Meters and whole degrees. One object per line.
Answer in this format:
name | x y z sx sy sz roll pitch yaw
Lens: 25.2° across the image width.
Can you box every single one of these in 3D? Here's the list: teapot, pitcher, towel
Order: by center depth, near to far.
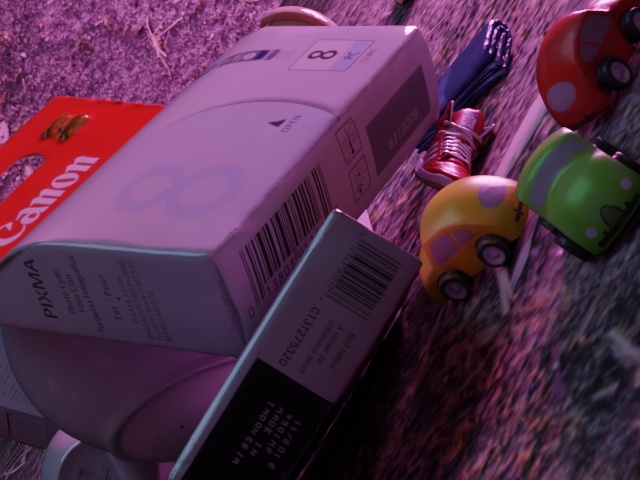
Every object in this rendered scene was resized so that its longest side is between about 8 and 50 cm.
teapot | -0.122 0.092 1.166 0.253 0.187 0.256 -33 -25 3
towel | 0.117 -0.129 1.201 0.119 0.029 0.067 -49 14 40
pitcher | -0.205 0.246 1.375 0.207 0.126 0.177 133 148 -85

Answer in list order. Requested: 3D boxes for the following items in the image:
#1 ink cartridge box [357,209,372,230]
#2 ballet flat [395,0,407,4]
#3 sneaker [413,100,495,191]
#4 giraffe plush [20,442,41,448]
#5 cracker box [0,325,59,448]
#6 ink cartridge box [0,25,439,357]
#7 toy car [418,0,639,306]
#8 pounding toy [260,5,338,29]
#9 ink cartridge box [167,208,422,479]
ink cartridge box | 0.000 0.000 1.289 0.088 0.052 0.122 -57 12 12
ballet flat | 0.100 -0.333 1.772 0.057 0.049 0.173 -54 12 23
sneaker | 0.102 -0.067 1.064 0.067 0.042 0.118 -59 9 7
giraffe plush | -0.324 0.190 1.967 0.170 0.182 0.210 -62 -27 -78
cracker box | -0.299 0.163 1.659 0.067 0.232 0.155 97 -169 -46
ink cartridge box | -0.146 -0.058 1.070 0.385 0.091 0.308 6 38 30
toy car | 0.134 -0.048 0.848 0.239 0.053 0.225 -56 11 8
pounding toy | -0.032 -0.142 1.549 0.269 0.154 0.154 -48 14 41
ink cartridge box | -0.011 0.089 0.941 0.175 0.069 0.371 -58 -2 -5
